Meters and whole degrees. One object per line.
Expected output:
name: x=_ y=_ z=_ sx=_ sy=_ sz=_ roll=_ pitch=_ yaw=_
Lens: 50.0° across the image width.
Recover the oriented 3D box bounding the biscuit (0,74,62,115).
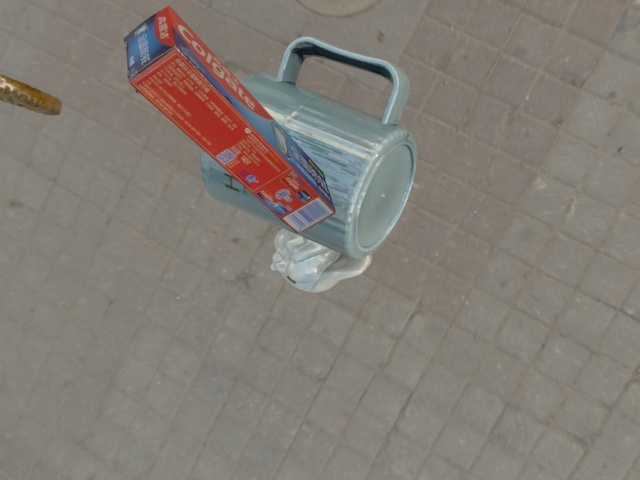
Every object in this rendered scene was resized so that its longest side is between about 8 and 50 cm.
biscuit: x=-0.643 y=-0.300 z=1.278 sx=0.318 sy=0.318 sz=0.040 roll=19 pitch=91 yaw=11

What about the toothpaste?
toothpaste: x=-0.090 y=-0.121 z=0.784 sx=0.066 sy=0.320 sz=0.076 roll=-29 pitch=51 yaw=15

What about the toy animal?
toy animal: x=0.003 y=-0.019 z=1.541 sx=0.289 sy=0.174 sz=0.249 roll=-30 pitch=61 yaw=53

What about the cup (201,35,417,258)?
cup: x=0.005 y=-0.161 z=1.244 sx=0.311 sy=0.257 sz=0.331 roll=26 pitch=77 yaw=24
